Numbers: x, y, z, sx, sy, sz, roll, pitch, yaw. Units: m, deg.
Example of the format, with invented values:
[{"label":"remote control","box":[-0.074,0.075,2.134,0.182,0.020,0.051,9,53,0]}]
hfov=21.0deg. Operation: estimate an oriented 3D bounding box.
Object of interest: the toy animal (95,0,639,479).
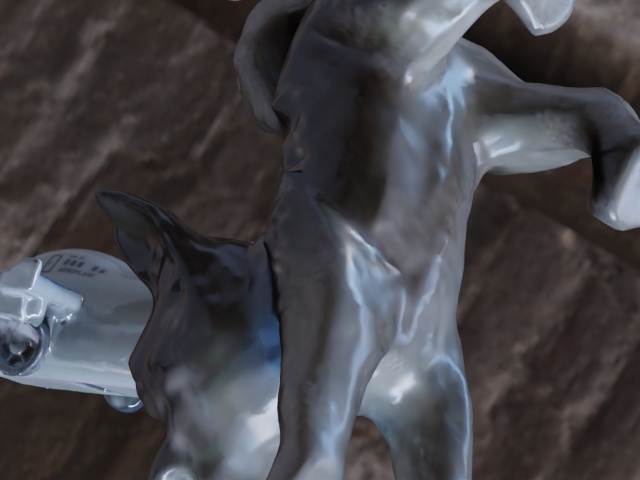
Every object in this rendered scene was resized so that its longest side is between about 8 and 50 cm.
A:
[{"label":"toy animal","box":[0.000,0.000,0.949,0.194,0.303,0.344,37,79,-39]}]

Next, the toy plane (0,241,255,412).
[{"label":"toy plane","box":[-0.159,0.065,1.339,0.267,0.267,0.122,92,4,-75]}]
